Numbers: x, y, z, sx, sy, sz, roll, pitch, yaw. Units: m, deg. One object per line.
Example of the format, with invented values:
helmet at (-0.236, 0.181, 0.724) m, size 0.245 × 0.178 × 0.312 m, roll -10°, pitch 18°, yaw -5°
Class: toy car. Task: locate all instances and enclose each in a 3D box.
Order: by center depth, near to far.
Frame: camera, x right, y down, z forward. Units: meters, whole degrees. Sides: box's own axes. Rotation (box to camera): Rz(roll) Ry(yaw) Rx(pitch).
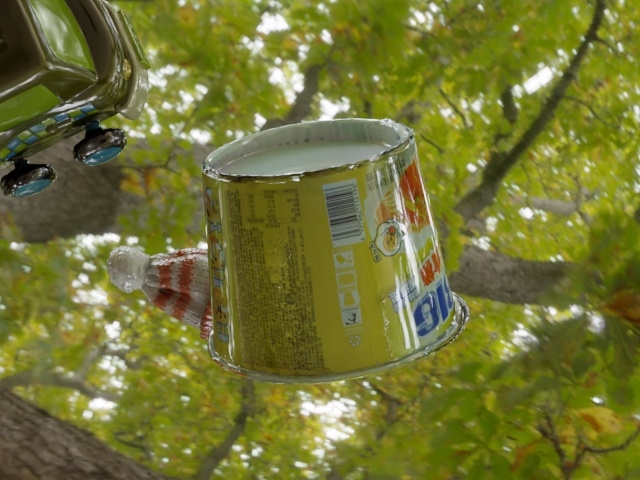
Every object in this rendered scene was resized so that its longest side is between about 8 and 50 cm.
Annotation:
toy car at (-0.314, -0.167, 1.092) m, size 0.248 × 0.198 × 0.204 m, roll -25°, pitch -100°, yaw 6°

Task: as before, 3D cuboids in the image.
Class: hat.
hat at (-0.162, 0.046, 1.247) m, size 0.162 × 0.093 × 0.112 m, roll 17°, pitch -95°, yaw 2°

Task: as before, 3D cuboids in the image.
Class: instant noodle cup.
instant noodle cup at (0.000, 0.000, 0.817) m, size 0.205 × 0.205 × 0.153 m, roll 1°, pitch -67°, yaw 28°
